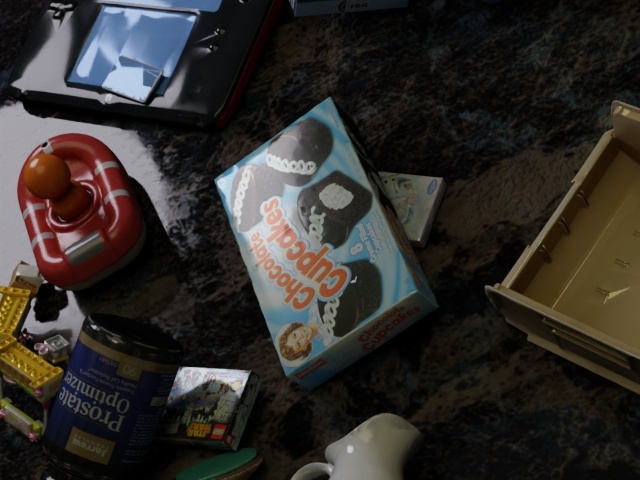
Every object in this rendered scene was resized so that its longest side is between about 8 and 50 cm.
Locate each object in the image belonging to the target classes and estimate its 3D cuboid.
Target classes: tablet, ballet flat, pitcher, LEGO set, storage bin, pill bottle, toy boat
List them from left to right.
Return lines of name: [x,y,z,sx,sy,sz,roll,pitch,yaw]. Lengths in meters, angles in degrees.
LEGO set: [-0.366,0.151,1.998,0.132,0.107,0.287,-13,40,-26]
toy boat: [-0.328,-0.057,2.051,0.151,0.151,0.231,-31,45,4]
pill bottle: [-0.247,0.204,1.833,0.123,0.123,0.219,24,97,35]
tablet: [-0.256,-0.220,2.173,0.083,0.006,0.054,22,77,32]
ballet flat: [-0.158,0.295,1.798,0.206,0.067,0.073,-17,10,-9]
pitcher: [0.027,0.306,1.685,0.178,0.125,0.207,-29,37,33]
storage bin: [0.351,0.014,1.704,0.260,0.123,0.262,26,74,35]

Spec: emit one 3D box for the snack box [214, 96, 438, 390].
snack box: [0.000,0.000,1.903,0.187,0.060,0.322,-35,51,15]

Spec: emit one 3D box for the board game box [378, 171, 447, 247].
board game box: [0.097,-0.038,1.924,0.090,0.020,0.090,7,63,31]

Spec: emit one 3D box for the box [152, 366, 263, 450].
box: [-0.139,0.195,1.863,0.137,0.027,0.094,-2,58,40]

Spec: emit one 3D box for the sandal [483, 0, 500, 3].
sandal: [0.158,-0.408,2.070,0.138,0.126,0.317,-28,48,6]

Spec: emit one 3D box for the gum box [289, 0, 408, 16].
gum box: [0.021,-0.380,2.126,0.157,0.041,0.184,-7,51,-14]

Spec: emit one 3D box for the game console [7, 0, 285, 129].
game console: [-0.231,-0.325,2.244,0.387,0.060,0.342,10,64,31]
